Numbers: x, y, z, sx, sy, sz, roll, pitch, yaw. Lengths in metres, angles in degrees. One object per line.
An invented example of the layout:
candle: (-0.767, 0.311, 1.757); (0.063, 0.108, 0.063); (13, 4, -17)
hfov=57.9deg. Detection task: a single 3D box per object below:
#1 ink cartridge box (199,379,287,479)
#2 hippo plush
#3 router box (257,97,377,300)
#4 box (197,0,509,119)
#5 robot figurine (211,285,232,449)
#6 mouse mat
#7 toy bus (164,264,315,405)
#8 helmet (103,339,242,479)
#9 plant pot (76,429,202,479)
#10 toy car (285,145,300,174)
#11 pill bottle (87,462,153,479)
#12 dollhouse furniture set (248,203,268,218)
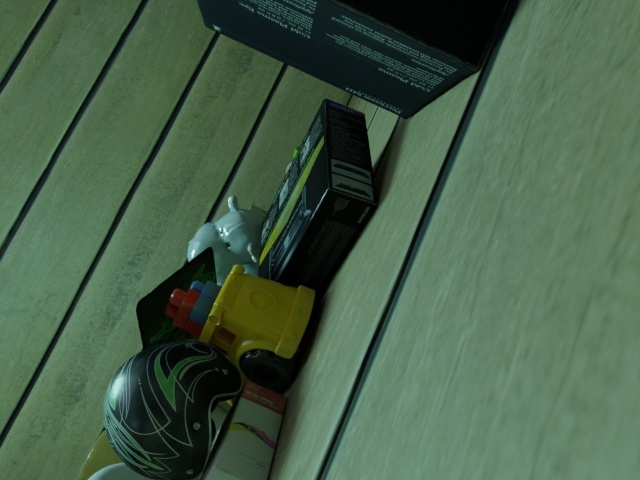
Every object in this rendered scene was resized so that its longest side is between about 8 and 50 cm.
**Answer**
ink cartridge box: (-0.108, 0.286, 0.724); (0.115, 0.067, 0.198); (-62, 6, 25)
hippo plush: (-0.145, 0.042, 1.220); (0.294, 0.234, 0.236); (-27, -13, 1)
router box: (-0.018, -0.040, 0.966); (0.243, 0.081, 0.309); (-91, 25, -46)
box: (0.026, -0.321, 0.713); (0.312, 0.343, 0.179); (-159, 92, -84)
robot figurine: (-0.207, 0.260, 1.081); (0.300, 0.199, 0.353); (112, 179, -54)
mouse mat: (-0.216, 0.113, 0.910); (0.190, 0.007, 0.153); (-47, -38, -53)
toy bus: (-0.136, 0.147, 0.885); (0.149, 0.211, 0.220); (-73, 8, -49)
helmet: (-0.194, 0.219, 0.745); (0.169, 0.169, 0.161); (-62, -13, 28)
plant pot: (-0.356, 0.495, 1.196); (0.237, 0.254, 0.237); (-63, 5, 10)
toy car: (-0.008, -0.218, 1.760); (0.188, 0.149, 0.155); (-53, -17, -54)
pill bottle: (-0.325, 0.549, 0.877); (0.210, 0.210, 0.363); (-103, 38, -81)
dollhouse furniture set: (-0.099, -0.033, 1.470); (0.129, 0.183, 0.129); (140, 155, -78)
